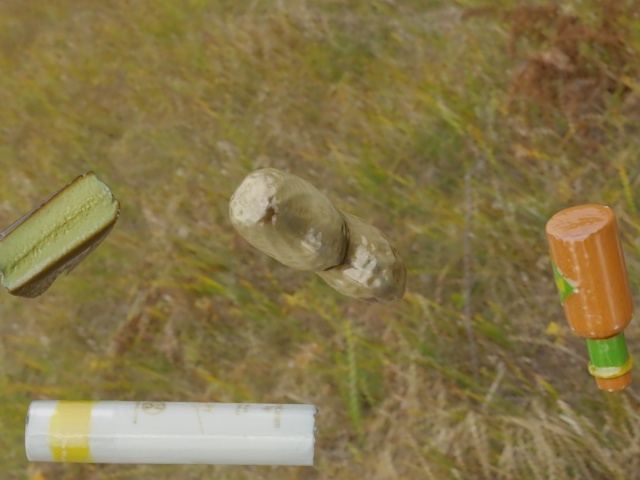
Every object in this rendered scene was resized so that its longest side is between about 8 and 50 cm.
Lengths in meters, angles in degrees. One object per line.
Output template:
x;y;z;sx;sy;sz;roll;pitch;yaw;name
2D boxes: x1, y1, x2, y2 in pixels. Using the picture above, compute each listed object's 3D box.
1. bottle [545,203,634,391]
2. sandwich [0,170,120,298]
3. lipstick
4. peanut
0.265;0.060;1.316;0.069;0.187;0.069;-15;23;6;bottle
-0.362;0.005;1.816;0.088;0.090;0.244;-47;-2;42;sandwich
-0.134;0.177;1.264;0.059;0.263;0.059;-178;90;-89;lipstick
0.001;-0.001;1.425;0.086;0.227;0.104;-54;33;10;peanut
